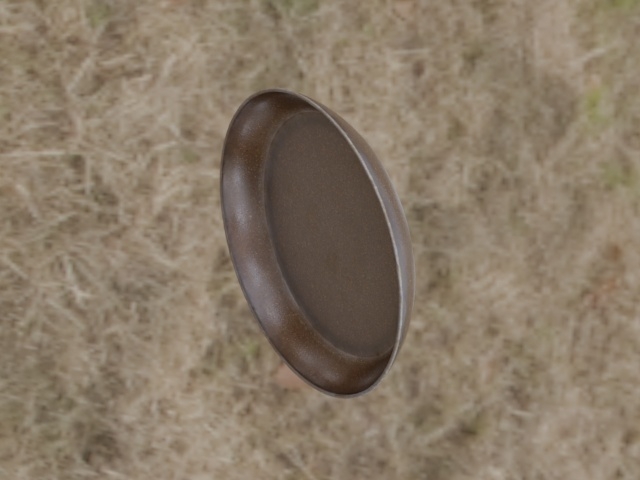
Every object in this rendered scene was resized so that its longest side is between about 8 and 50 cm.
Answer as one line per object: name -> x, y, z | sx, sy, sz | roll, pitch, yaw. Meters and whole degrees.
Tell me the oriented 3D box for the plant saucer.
plant saucer -> 0.000, 0.000, 1.321 | 0.050, 0.310, 0.311 | -17, 105, -32
